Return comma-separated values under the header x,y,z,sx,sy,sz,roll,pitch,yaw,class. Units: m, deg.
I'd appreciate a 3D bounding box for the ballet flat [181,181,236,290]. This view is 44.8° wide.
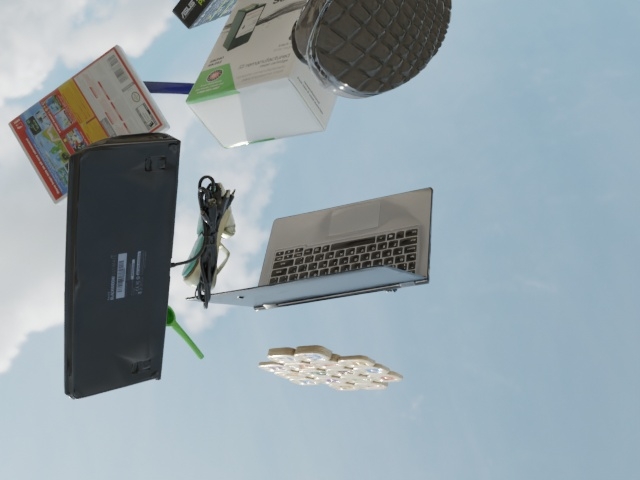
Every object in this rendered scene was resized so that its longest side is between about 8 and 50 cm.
x,y,z,sx,sy,sz,roll,pitch,yaw,class
-0.214,-0.005,1.565,0.086,0.086,0.249,-2,-127,20,ballet flat

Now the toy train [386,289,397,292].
x,y,z,sx,sy,sz,roll,pitch,yaw,class
0.102,0.057,1.653,0.158,0.036,0.027,37,-139,17,toy train

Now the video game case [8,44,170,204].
x,y,z,sx,sy,sz,roll,pitch,yaw,class
-0.470,-0.232,1.570,0.285,0.025,0.204,-33,-97,7,video game case

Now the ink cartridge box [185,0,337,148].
x,y,z,sx,sy,sz,roll,pitch,yaw,class
-0.065,-0.307,1.270,0.211,0.121,0.289,-6,-129,33,ink cartridge box

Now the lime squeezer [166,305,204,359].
x,y,z,sx,sy,sz,roll,pitch,yaw,class
-0.417,0.192,1.928,0.310,0.110,0.059,27,-159,2,lime squeezer

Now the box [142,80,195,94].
x,y,z,sx,sy,sz,roll,pitch,yaw,class
-0.437,-0.420,2.137,0.225,0.037,0.136,-2,-168,-13,box

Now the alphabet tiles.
x,y,z,sx,sy,sz,roll,pitch,yaw,class
0.020,0.276,1.663,0.277,0.284,0.021,-10,-119,34,alphabet tiles

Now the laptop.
x,y,z,sx,sy,sz,roll,pitch,yaw,class
0.000,0.000,1.517,0.381,0.236,0.408,-10,-136,22,laptop

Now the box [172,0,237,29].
x,y,z,sx,sy,sz,roll,pitch,yaw,class
-0.191,-0.606,1.749,0.270,0.060,0.216,-40,-175,34,box

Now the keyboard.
x,y,z,sx,sy,sz,roll,pitch,yaw,class
-0.197,0.029,0.892,0.201,0.317,0.033,-9,-149,-37,keyboard

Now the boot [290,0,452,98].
x,y,z,sx,sy,sz,roll,pitch,yaw,class
0.039,-0.241,0.855,0.222,0.118,0.338,-23,-151,51,boot
